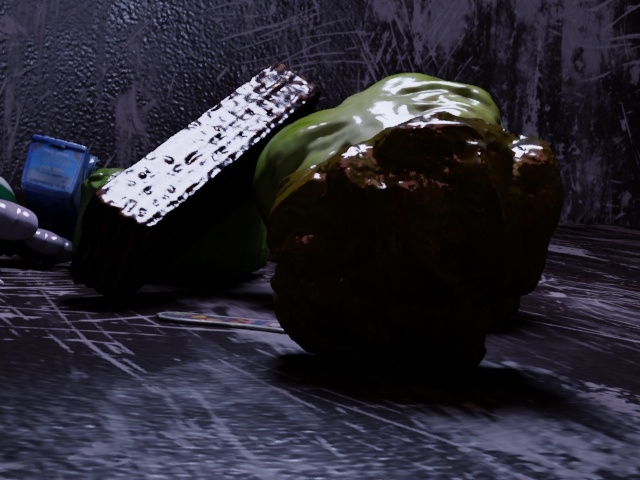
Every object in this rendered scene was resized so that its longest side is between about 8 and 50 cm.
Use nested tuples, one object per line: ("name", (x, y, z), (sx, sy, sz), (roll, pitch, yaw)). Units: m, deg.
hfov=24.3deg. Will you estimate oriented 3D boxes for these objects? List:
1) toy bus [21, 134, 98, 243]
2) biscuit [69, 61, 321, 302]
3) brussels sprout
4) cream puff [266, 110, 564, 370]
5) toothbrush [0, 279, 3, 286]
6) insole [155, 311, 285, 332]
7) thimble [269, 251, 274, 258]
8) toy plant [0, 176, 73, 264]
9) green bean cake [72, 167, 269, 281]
("toy bus", (-0.324, -0.054, 1.841), (0.079, 0.094, 0.236), (19, -21, 3))
("biscuit", (-0.123, -0.067, 1.552), (0.073, 0.107, 0.388), (32, 37, 12))
("brussels sprout", (0.090, -0.048, 1.537), (0.274, 0.242, 0.316), (-10, 18, -44))
("cream puff", (0.074, -0.001, 1.156), (0.244, 0.196, 0.244), (4, 2, 0))
("toothbrush", (-0.400, 0.036, 1.487), (0.162, 0.017, 0.014), (3, -12, -9))
("insole", (-0.052, 0.075, 1.327), (0.197, 0.004, 0.065), (5, 4, 12))
("thimble", (-0.001, -0.026, 2.076), (0.127, 0.118, 0.151), (10, 7, 43))
("toy plant", (-0.414, -0.030, 1.726), (0.232, 0.112, 0.243), (13, -10, 18))
("green bean cake", (-0.173, -0.021, 1.746), (0.222, 0.125, 0.248), (4, 4, 1))
